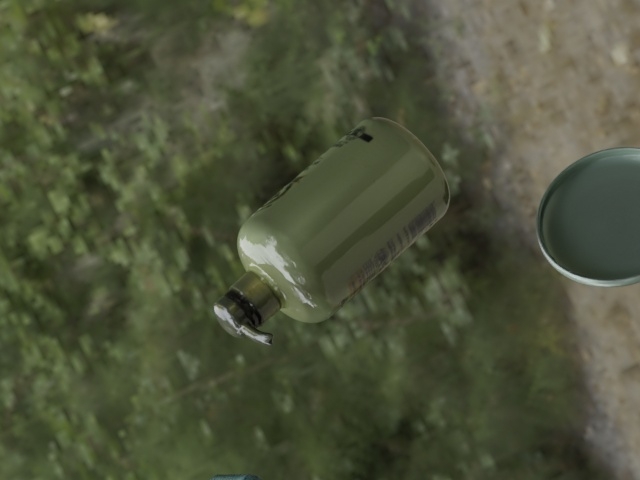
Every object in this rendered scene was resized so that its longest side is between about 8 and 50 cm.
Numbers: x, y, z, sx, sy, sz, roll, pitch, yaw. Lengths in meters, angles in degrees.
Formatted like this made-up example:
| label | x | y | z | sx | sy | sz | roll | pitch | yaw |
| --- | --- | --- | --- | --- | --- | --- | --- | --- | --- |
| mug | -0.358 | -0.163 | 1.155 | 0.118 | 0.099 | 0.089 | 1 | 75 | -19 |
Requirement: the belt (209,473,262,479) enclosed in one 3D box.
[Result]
| label | x | y | z | sx | sy | sz | roll | pitch | yaw |
| --- | --- | --- | --- | --- | --- | --- | --- | --- | --- |
| belt | -0.021 | 0.228 | 1.039 | 0.179 | 0.100 | 0.065 | 54 | 150 | -15 |

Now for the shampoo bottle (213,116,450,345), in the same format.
| label | x | y | z | sx | sy | sz | roll | pitch | yaw |
| --- | --- | --- | --- | --- | --- | --- | --- | --- | --- |
| shampoo bottle | 0.000 | 0.000 | 1.004 | 0.079 | 0.162 | 0.079 | 42 | 160 | 19 |

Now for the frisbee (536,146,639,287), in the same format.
| label | x | y | z | sx | sy | sz | roll | pitch | yaw |
| --- | --- | --- | --- | --- | --- | --- | --- | --- | --- |
| frisbee | 0.199 | -0.015 | 1.105 | 0.110 | 0.110 | 0.014 | 60 | -178 | 39 |
